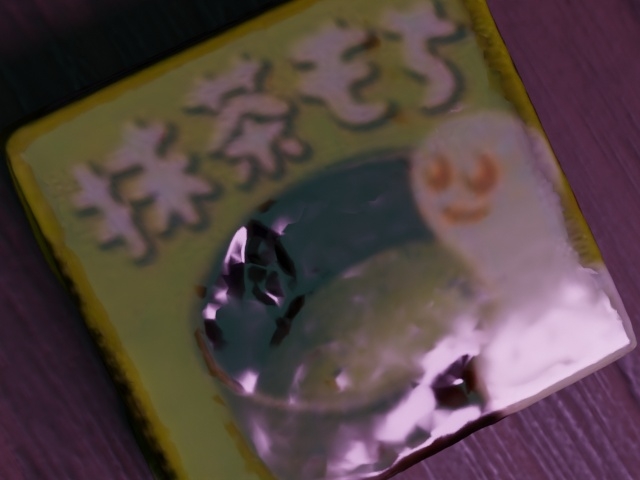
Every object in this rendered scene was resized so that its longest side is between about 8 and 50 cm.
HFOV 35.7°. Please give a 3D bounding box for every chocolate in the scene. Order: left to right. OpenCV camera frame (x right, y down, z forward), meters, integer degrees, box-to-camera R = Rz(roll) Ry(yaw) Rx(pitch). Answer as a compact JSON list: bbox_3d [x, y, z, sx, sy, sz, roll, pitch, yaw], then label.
[{"bbox_3d":[0.000,0.000,0.577,0.301,0.137,0.289,-26,94,-6],"label":"chocolate"}]
